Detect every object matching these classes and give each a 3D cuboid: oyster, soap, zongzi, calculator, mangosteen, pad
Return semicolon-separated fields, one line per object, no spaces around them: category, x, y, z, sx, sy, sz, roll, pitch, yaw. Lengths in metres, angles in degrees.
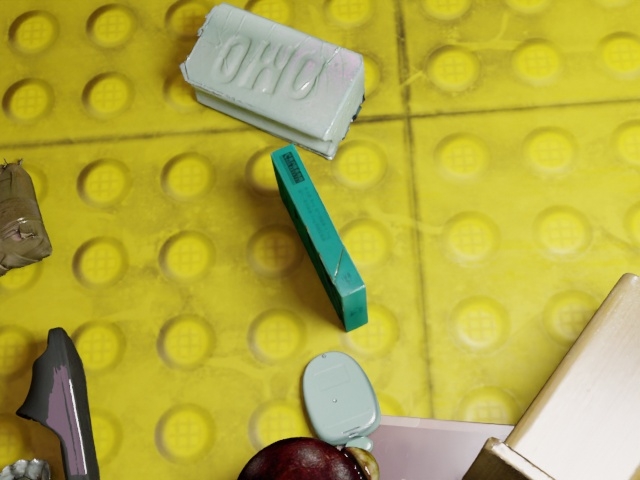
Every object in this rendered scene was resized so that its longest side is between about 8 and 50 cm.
oyster;-0.394;0.341;1.297;0.100;0.037;0.098;-13;65;17
soap;-0.068;-0.245;1.472;0.262;0.094;0.150;24;72;13
zongzi;-0.497;-0.026;1.441;0.178;0.081;0.189;-27;63;5
calculator;0.029;0.220;1.317;0.095;0.021;0.153;-20;63;-2
mangosteen;0.004;0.332;1.199;0.231;0.194;0.194;-9;67;-19
pad;0.148;0.319;1.279;0.266;0.002;0.176;3;69;6

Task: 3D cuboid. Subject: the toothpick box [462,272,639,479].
toothpick box;0.346;0.215;1.213;0.187;0.190;0.308;35;70;16

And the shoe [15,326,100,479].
shoe;-0.357;0.234;1.304;0.093;0.108;0.240;-14;71;-4

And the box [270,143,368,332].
box;0.000;0.000;1.333;0.042;0.161;0.226;-25;68;-5
